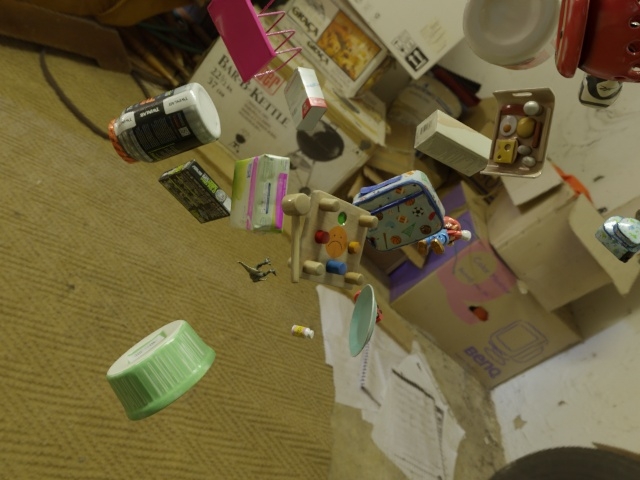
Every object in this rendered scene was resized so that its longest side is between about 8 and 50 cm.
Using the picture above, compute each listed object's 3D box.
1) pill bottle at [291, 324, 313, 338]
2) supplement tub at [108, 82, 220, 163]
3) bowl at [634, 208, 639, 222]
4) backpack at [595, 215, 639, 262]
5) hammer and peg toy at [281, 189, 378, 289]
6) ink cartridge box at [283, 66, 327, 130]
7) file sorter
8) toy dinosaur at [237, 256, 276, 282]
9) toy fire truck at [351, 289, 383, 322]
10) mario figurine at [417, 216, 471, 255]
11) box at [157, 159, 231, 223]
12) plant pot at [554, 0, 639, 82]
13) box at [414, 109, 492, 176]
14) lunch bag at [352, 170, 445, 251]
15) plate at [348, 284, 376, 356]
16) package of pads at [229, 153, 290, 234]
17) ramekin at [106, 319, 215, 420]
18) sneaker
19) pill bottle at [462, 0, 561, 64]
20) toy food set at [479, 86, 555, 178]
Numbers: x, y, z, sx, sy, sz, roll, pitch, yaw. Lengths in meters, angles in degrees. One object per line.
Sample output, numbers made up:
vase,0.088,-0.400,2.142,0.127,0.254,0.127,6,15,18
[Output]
pill bottle,-0.070,0.363,1.821,0.083,0.043,0.043,8,18,21
supplement tub,-0.502,-0.369,1.497,0.193,0.316,0.194,-17,90,-82
bowl,1.032,-0.061,1.356,0.170,0.080,0.170,47,-6,7
backpack,0.833,-0.015,1.269,0.105,0.084,0.114,-24,56,-22
hammer and peg toy,0.000,0.000,1.330,0.127,0.266,0.361,10,-5,45
ink cartridge box,-0.055,-0.495,1.620,0.072,0.127,0.175,-4,66,-31
file sorter,-0.225,-0.759,1.652,0.182,0.202,0.291,-33,100,-39
toy dinosaur,-0.256,0.126,1.942,0.268,0.118,0.064,72,-1,-67
toy fire truck,0.173,0.300,1.834,0.192,0.135,0.047,59,22,6
mario figurine,0.616,0.007,2.305,0.198,0.170,0.320,33,39,24
box,-0.510,-0.195,1.925,0.270,0.216,0.060,50,48,-30
plant pot,0.454,-0.334,0.691,0.191,0.174,0.191,6,90,-68
box,0.567,-0.405,1.955,0.311,0.148,0.121,22,62,-22
lunch bag,0.253,-0.096,1.578,0.243,0.303,0.115,53,33,-24
plate,0.112,0.206,1.185,0.024,0.188,0.188,14,35,-8
package of pads,-0.192,-0.133,1.414,0.101,0.229,0.296,5,3,-25
ramekin,-0.486,0.376,1.395,0.148,0.303,0.303,58,25,-12
sneaker,0.554,-0.382,0.858,0.094,0.235,0.153,20,-8,12
pill bottle,0.548,-0.591,1.268,0.229,0.229,0.407,51,33,8
toy food set,0.690,-0.380,1.649,0.092,0.306,0.219,2,9,-38
